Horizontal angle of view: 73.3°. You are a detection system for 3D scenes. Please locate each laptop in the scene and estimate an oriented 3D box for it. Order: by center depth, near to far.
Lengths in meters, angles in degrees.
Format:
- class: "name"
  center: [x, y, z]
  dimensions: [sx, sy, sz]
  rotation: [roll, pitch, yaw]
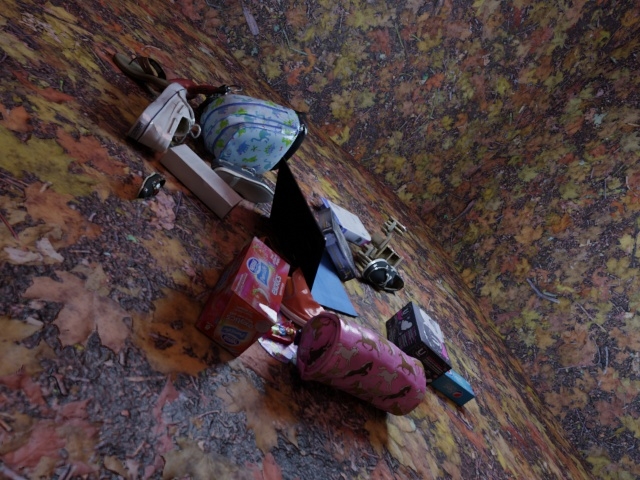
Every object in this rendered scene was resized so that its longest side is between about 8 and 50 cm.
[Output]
- class: "laptop"
  center: [0.000, 0.000, 1.408]
  dimensions: [0.236, 0.408, 0.382]
  rotation: [-7, 47, -24]

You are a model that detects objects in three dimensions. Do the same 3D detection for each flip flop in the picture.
- class: "flip flop"
  center: [-0.584, -0.588, 1.496]
  dimensions: [0.277, 0.080, 0.112]
  rotation: [27, 20, 7]

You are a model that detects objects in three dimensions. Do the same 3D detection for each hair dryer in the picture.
- class: "hair dryer"
  center: [-0.467, -0.587, 1.641]
  dimensions: [0.293, 0.080, 0.223]
  rotation: [-11, 12, -26]

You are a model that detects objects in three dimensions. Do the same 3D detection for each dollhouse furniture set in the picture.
- class: "dollhouse furniture set"
  center: [0.288, 0.046, 1.908]
  dimensions: [0.161, 0.212, 0.242]
  rotation: [42, -8, 9]

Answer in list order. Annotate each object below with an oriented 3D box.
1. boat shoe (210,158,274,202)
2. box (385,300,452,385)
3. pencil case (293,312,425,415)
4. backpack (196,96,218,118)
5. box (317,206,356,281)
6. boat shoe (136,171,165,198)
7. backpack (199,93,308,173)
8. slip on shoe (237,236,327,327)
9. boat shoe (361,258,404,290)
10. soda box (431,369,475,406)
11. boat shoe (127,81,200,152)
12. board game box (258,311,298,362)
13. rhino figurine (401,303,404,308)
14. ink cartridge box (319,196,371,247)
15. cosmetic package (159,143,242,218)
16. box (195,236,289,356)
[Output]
- class: "boat shoe"
  center: [-0.261, -0.200, 1.461]
  dimensions: [0.254, 0.095, 0.079]
  rotation: [18, 44, -37]
- class: "box"
  center: [0.343, 0.363, 1.523]
  dimensions: [0.163, 0.142, 0.247]
  rotation: [41, 21, -13]
- class: "pencil case"
  center: [0.110, 0.322, 1.091]
  dimensions: [0.386, 0.167, 0.160]
  rotation: [33, 46, -33]
- class: "backpack"
  center: [-0.380, -0.472, 1.700]
  dimensions: [0.182, 0.115, 0.152]
  rotation: [51, 17, 4]
- class: "box"
  center: [0.062, 0.013, 1.626]
  dimensions: [0.183, 0.056, 0.231]
  rotation: [-97, 164, -59]
- class: "boat shoe"
  center: [-0.419, -0.134, 1.069]
  dimensions: [0.042, 0.049, 0.133]
  rotation: [32, 19, -15]
- class: "backpack"
  center: [-0.257, -0.383, 1.565]
  dimensions: [0.355, 0.290, 0.274]
  rotation: [22, 45, -37]
- class: "slip on shoe"
  center: [-0.082, 0.124, 1.181]
  dimensions: [0.331, 0.101, 0.123]
  rotation: [47, 17, -3]
- class: "boat shoe"
  center: [0.277, 0.155, 1.829]
  dimensions: [0.302, 0.114, 0.091]
  rotation: [14, 31, -55]
- class: "soda box"
  center: [0.469, 0.520, 1.578]
  dimensions: [0.210, 0.071, 0.067]
  rotation: [39, 20, -21]
- class: "boat shoe"
  center: [-0.450, -0.368, 1.331]
  dimensions: [0.156, 0.136, 0.367]
  rotation: [37, 24, -23]
- class: "board game box"
  center: [-0.097, 0.221, 1.066]
  dimensions: [0.133, 0.033, 0.168]
  rotation: [48, 19, 4]
- class: "rhino figurine"
  center: [0.408, 0.361, 1.762]
  dimensions: [0.243, 0.073, 0.106]
  rotation: [53, 25, 20]
- class: "ink cartridge box"
  center: [0.111, -0.080, 2.019]
  dimensions: [0.311, 0.065, 0.186]
  rotation: [26, 28, -48]
- class: "cosmetic package"
  center: [-0.349, -0.175, 1.272]
  dimensions: [0.239, 0.060, 0.099]
  rotation: [44, 17, -7]
- class: "box"
  center: [-0.167, 0.118, 0.980]
  dimensions: [0.122, 0.128, 0.257]
  rotation: [41, 21, -15]
